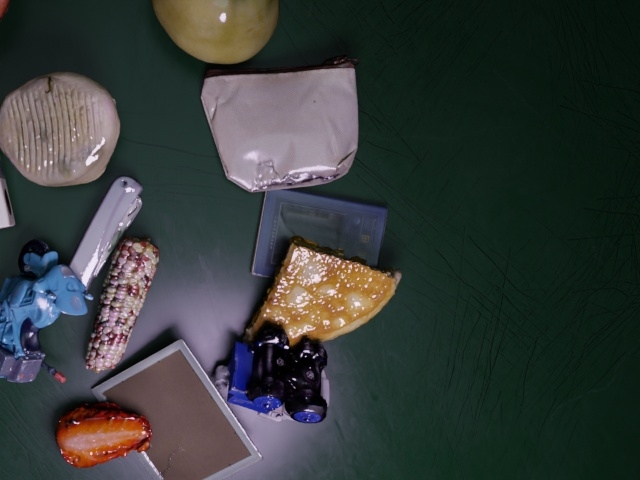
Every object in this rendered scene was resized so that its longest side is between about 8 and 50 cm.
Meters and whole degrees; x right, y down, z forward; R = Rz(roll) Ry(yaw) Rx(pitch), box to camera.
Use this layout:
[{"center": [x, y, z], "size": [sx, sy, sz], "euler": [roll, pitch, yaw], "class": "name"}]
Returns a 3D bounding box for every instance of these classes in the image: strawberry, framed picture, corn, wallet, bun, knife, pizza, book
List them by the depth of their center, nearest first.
[{"center": [-0.484, -0.206, 1.388], "size": [0.237, 0.116, 0.209], "euler": [-13, 100, 10], "class": "bun"}, {"center": [-0.385, 0.123, 1.433], "size": [0.092, 0.092, 0.280], "euler": [16, 89, -13], "class": "corn"}, {"center": [-0.419, 0.373, 1.435], "size": [0.188, 0.082, 0.121], "euler": [-3, 111, -5], "class": "strawberry"}, {"center": [-0.428, -0.006, 1.444], "size": [0.073, 0.040, 0.265], "euler": [30, 85, -10], "class": "knife"}, {"center": [-0.283, 0.361, 1.459], "size": [0.231, 0.018, 0.293], "euler": [-29, 98, 13], "class": "framed picture"}, {"center": [-0.069, -0.243, 1.512], "size": [0.336, 0.068, 0.274], "euler": [-6, 86, -7], "class": "wallet"}, {"center": [0.003, 0.136, 1.517], "size": [0.258, 0.087, 0.268], "euler": [21, 108, -19], "class": "pizza"}, {"center": [0.000, 0.000, 1.557], "size": [0.270, 0.025, 0.190], "euler": [11, 89, -13], "class": "book"}]

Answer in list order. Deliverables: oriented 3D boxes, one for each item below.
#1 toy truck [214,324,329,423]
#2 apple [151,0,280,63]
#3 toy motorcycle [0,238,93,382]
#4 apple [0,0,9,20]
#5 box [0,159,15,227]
[{"center": [-0.092, 0.289, 1.467], "size": [0.213, 0.177, 0.161], "euler": [25, 43, -25], "class": "toy truck"}, {"center": [-0.191, -0.470, 1.397], "size": [0.263, 0.262, 0.262], "euler": [0, 91, -14], "class": "apple"}, {"center": [-0.531, 0.144, 1.371], "size": [0.182, 0.124, 0.272], "euler": [25, 96, 25], "class": "toy motorcycle"}, {"center": [-0.683, -0.457, 1.273], "size": [0.272, 0.206, 0.251], "euler": [-2, 103, 0], "class": "apple"}, {"center": [-0.683, -0.135, 1.366], "size": [0.164, 0.069, 0.256], "euler": [-12, 95, -13], "class": "box"}]
